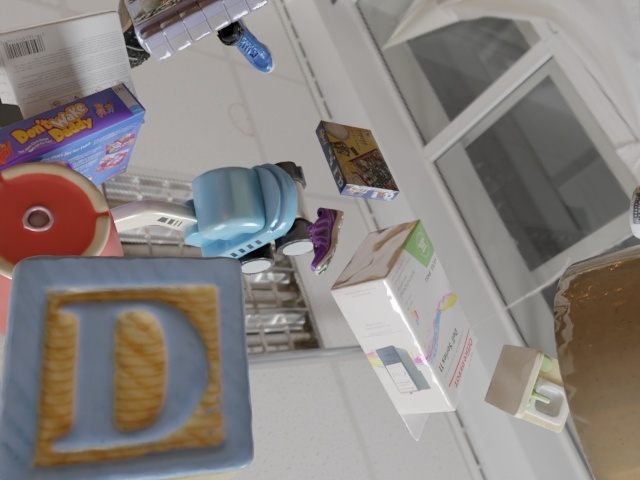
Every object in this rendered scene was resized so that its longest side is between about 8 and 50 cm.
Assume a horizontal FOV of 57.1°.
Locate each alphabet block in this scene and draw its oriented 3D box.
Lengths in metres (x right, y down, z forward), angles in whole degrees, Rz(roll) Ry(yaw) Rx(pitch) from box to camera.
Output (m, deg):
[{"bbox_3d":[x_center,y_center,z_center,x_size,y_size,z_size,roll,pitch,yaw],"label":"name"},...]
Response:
[{"bbox_3d":[-0.178,0.137,0.553,0.193,0.197,0.192,2,-116,-17],"label":"alphabet block"}]

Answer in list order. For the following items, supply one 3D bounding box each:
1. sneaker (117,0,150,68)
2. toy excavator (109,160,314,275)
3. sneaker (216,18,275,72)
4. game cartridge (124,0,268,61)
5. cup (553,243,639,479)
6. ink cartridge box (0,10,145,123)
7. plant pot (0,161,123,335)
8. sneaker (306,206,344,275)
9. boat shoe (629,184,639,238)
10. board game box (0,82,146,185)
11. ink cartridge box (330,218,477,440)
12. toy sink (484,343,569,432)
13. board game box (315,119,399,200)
[{"bbox_3d":[-0.471,-0.566,1.498,0.100,0.272,0.108,0,-144,-45],"label":"sneaker"},{"bbox_3d":[-0.290,-0.061,1.398,0.445,0.432,0.222,19,-127,-51],"label":"toy excavator"},{"bbox_3d":[-0.162,-0.412,1.234,0.152,0.058,0.084,54,-153,-7],"label":"sneaker"},{"bbox_3d":[-0.252,-0.460,1.107,0.355,0.230,0.068,58,172,50],"label":"game cartridge"},{"bbox_3d":[0.378,0.119,0.447,0.331,0.237,0.331,25,-131,-32],"label":"cup"},{"bbox_3d":[-0.545,-0.343,1.286,0.296,0.066,0.261,-38,-48,-45],"label":"ink cartridge box"},{"bbox_3d":[-0.453,0.010,0.965,0.274,0.243,0.275,8,-113,-19],"label":"plant pot"},{"bbox_3d":[0.000,0.000,1.236,0.071,0.068,0.170,16,-131,-3],"label":"sneaker"},{"bbox_3d":[0.711,-0.041,1.072,0.367,0.156,0.136,10,-93,-42],"label":"boat shoe"},{"bbox_3d":[-0.526,-0.154,1.153,0.078,0.233,0.347,50,-129,4],"label":"board game box"},{"bbox_3d":[0.178,0.167,1.073,0.353,0.119,0.207,61,-143,-18],"label":"ink cartridge box"},{"bbox_3d":[0.487,0.333,1.330,0.131,0.234,0.153,21,-98,2],"label":"toy sink"},{"bbox_3d":[0.095,-0.213,1.561,0.165,0.042,0.243,5,-132,-29],"label":"board game box"}]
